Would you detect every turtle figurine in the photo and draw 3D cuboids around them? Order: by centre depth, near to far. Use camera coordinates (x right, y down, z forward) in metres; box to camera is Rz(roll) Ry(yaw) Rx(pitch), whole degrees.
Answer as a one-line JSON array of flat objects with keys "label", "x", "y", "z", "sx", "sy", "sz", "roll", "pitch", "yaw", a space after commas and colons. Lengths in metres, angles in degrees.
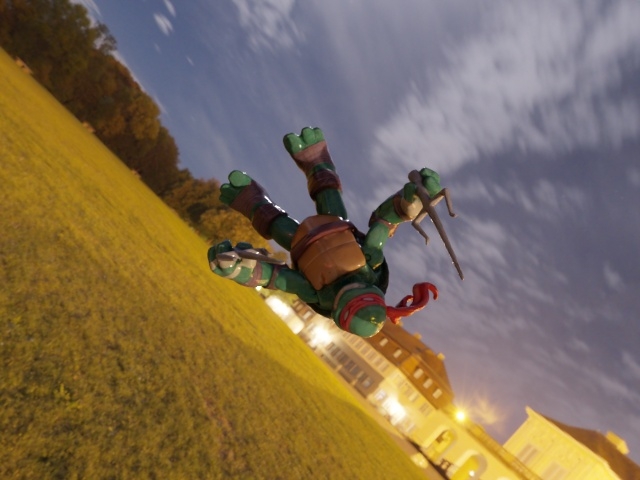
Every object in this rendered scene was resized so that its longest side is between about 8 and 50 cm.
[{"label": "turtle figurine", "x": 0.000, "y": 0.000, "z": 0.396, "sx": 0.234, "sy": 0.176, "sz": 0.118, "roll": -124, "pitch": -163, "yaw": -48}]
